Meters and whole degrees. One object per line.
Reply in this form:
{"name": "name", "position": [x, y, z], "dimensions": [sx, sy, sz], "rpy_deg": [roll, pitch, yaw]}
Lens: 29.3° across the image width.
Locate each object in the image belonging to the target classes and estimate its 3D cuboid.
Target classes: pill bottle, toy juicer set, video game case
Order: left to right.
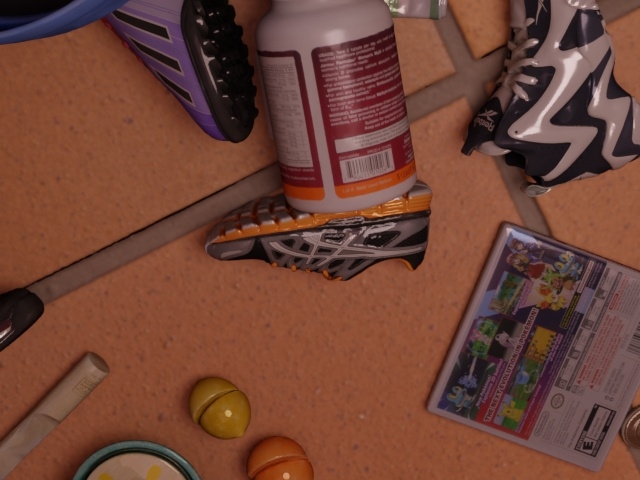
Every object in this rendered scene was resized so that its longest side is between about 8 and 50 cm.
{"name": "toy juicer set", "position": [-0.162, 0.219, 1.175], "dimensions": [0.329, 0.089, 0.209], "rpy_deg": [23, 102, -4]}
{"name": "pill bottle", "position": [0.010, -0.144, 1.065], "dimensions": [0.121, 0.121, 0.221], "rpy_deg": [-9, 108, 3]}
{"name": "video game case", "position": [0.222, 0.104, 1.178], "dimensions": [0.184, 0.023, 0.201], "rpy_deg": [20, 103, -4]}

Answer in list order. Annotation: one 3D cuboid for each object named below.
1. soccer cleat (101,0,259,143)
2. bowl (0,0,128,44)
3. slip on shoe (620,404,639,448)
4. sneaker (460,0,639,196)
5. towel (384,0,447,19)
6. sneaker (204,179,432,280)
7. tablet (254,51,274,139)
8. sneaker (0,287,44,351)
{"name": "soccer cleat", "position": [-0.159, -0.221, 1.075], "dimensions": [0.116, 0.108, 0.318], "rpy_deg": [-23, 100, 18]}
{"name": "bowl", "position": [-0.250, -0.348, 0.986], "dimensions": [0.391, 0.077, 0.390], "rpy_deg": [0, 89, 20]}
{"name": "slip on shoe", "position": [0.360, 0.179, 1.182], "dimensions": [0.135, 0.041, 0.051], "rpy_deg": [-3, 103, 2]}
{"name": "sneaker", "position": [0.177, -0.144, 1.084], "dimensions": [0.153, 0.094, 0.235], "rpy_deg": [-30, 111, -1]}
{"name": "towel", "position": [0.042, -0.258, 1.097], "dimensions": [0.152, 0.023, 0.113], "rpy_deg": [4, 102, 0]}
{"name": "sneaker", "position": [0.000, 0.000, 1.129], "dimensions": [0.215, 0.084, 0.083], "rpy_deg": [-7, 110, 3]}
{"name": "tablet", "position": [-0.028, -0.138, 1.134], "dimensions": [0.054, 0.006, 0.083], "rpy_deg": [-9, 102, 3]}
{"name": "sneaker", "position": [-0.410, 0.076, 1.140], "dimensions": [0.281, 0.106, 0.162], "rpy_deg": [-29, 98, 8]}
